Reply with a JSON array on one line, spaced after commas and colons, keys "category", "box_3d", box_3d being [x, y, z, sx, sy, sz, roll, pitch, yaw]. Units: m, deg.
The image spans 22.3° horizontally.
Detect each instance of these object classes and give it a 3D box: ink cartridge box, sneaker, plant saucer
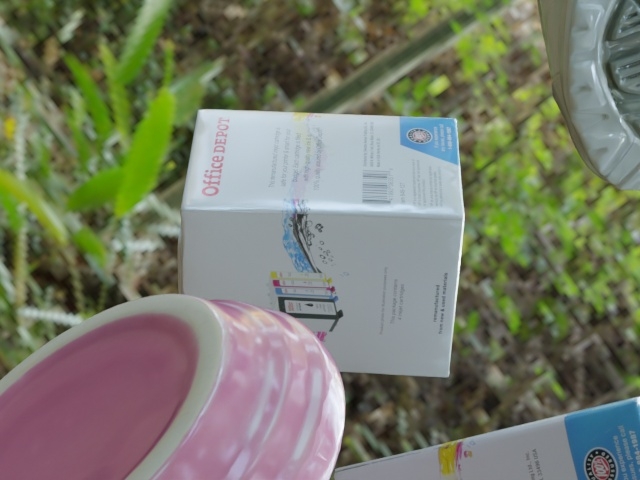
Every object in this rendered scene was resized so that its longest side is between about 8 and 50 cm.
[{"category": "ink cartridge box", "box_3d": [0.186, 0.248, 1.340, 0.197, 0.270, 0.198, 3, 72, -63]}, {"category": "ink cartridge box", "box_3d": [0.000, 0.000, 1.407, 0.171, 0.232, 0.168, -86, 178, -56]}, {"category": "sneaker", "box_3d": [0.124, -0.139, 0.705, 0.115, 0.090, 0.232, -134, -146, -71]}, {"category": "plant saucer", "box_3d": [-0.144, 0.148, 1.043, 0.084, 0.332, 0.332, 55, 6, -27]}]
